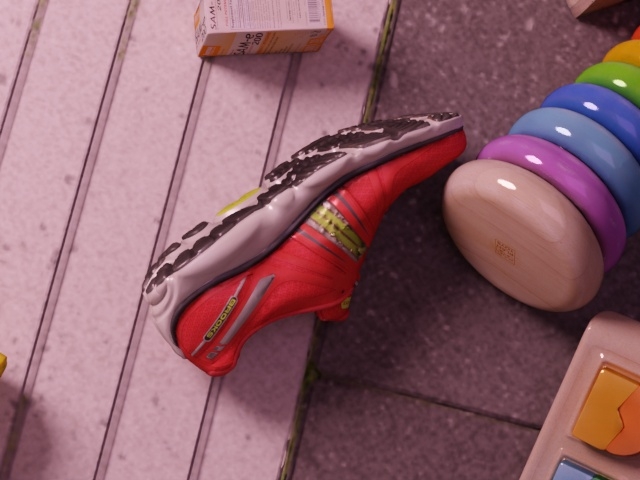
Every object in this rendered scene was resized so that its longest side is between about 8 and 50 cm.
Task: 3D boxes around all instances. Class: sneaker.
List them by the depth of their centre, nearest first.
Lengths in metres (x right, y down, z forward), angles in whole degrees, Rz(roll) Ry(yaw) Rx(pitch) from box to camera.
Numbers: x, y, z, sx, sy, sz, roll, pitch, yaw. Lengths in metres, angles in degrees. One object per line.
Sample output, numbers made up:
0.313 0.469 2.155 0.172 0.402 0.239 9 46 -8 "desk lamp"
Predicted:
0.000 0.000 1.109 0.279 0.107 0.118 -34 106 -13 "sneaker"

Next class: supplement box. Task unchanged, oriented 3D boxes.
-0.044 -0.167 1.136 0.098 0.062 0.036 -4 81 -12 "supplement box"

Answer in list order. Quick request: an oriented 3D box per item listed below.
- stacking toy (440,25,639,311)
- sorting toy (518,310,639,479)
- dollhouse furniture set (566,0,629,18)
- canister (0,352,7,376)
0.242 -0.101 1.159 0.141 0.141 0.330 44 67 -1 "stacking toy"
0.248 0.180 1.080 0.193 0.038 0.208 25 94 16 "sorting toy"
0.276 -0.364 1.071 0.362 0.394 0.256 -19 83 -15 "dollhouse furniture set"
-0.318 0.087 1.022 0.170 0.073 0.126 33 74 -5 "canister"
